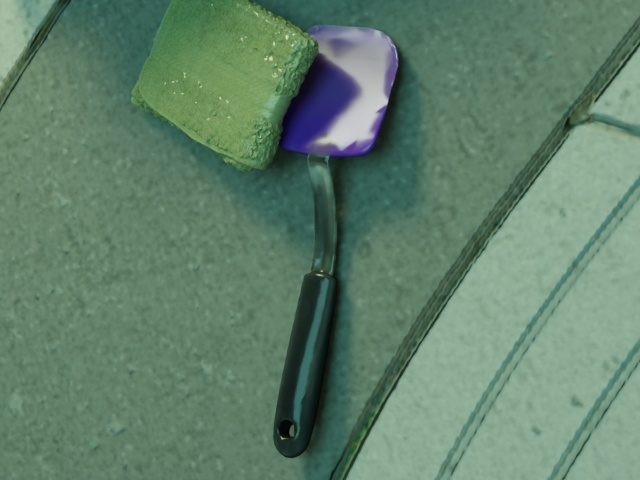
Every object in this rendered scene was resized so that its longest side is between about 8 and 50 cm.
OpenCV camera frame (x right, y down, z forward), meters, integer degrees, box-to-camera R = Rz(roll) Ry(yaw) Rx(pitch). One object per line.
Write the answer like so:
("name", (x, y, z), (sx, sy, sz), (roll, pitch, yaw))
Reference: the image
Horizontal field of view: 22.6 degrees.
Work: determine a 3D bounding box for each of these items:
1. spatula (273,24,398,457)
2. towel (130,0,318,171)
("spatula", (0.000, 0.000, 1.083), (0.084, 0.030, 0.297), (7, 91, 32))
("towel", (-0.068, -0.119, 1.113), (0.148, 0.027, 0.110), (31, 102, 39))
